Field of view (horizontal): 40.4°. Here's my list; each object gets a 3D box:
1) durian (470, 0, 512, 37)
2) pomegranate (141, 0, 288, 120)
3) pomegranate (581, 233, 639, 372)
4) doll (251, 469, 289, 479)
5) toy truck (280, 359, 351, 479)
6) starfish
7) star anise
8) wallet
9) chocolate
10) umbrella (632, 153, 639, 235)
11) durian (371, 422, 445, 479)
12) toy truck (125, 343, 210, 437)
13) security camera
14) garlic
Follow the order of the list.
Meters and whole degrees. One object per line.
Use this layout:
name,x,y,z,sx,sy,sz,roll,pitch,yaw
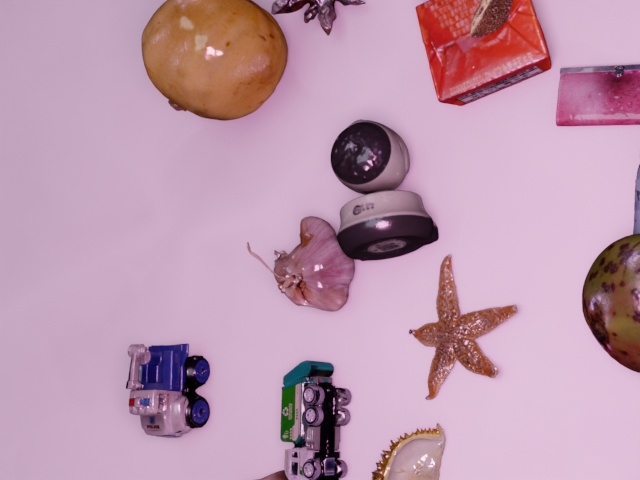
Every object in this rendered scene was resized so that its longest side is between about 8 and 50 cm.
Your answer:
durian,0.340,-0.452,1.711,0.130,0.052,0.066,-61,21,2
pomegranate,-0.246,-0.425,2.000,0.332,0.332,0.332,-7,76,29
pomegranate,0.593,0.083,1.454,0.306,0.242,0.242,-30,66,14
doll,-0.176,0.657,1.785,0.370,0.226,0.215,-63,24,9
toy truck,-0.014,0.379,1.812,0.124,0.114,0.253,-7,76,43
starfish,0.283,0.174,1.719,0.231,0.048,0.295,0,77,40
star anise,-0.006,-0.607,2.016,0.212,0.129,0.283,-19,59,30
wallet,0.569,-0.277,1.662,0.232,0.025,0.119,3,82,31
chocolate,0.336,-0.412,1.780,0.237,0.108,0.235,-21,69,23
umbrella,0.601,-0.080,1.584,0.053,0.052,0.250,3,82,31
durian,0.164,0.476,1.693,0.139,0.144,0.252,6,76,9
toy truck,-0.360,0.340,1.979,0.161,0.177,0.213,-7,75,28
security camera,0.117,-0.114,1.794,0.197,0.191,0.277,-17,70,28
garlic,-0.061,0.056,1.850,0.207,0.256,0.207,-172,90,-67
